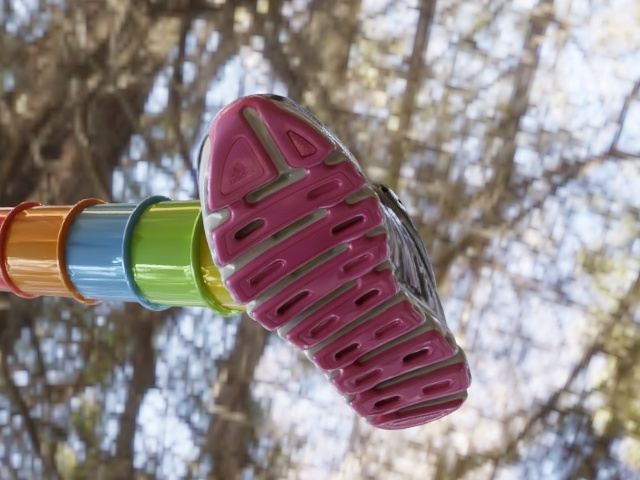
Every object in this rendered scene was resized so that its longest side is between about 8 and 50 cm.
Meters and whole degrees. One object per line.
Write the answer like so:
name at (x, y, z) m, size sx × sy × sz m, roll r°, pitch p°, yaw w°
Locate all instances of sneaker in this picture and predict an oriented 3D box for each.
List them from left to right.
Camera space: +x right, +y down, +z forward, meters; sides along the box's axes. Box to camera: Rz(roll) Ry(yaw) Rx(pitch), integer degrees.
sneaker at (0.000, 0.000, 0.647) m, size 0.063 × 0.170 × 0.074 m, roll -30°, pitch -138°, yaw 8°

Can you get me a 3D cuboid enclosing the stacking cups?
stacking cups at (-0.145, 0.006, 1.273) m, size 0.316 × 0.096 × 0.096 m, roll 1°, pitch -141°, yaw 30°
